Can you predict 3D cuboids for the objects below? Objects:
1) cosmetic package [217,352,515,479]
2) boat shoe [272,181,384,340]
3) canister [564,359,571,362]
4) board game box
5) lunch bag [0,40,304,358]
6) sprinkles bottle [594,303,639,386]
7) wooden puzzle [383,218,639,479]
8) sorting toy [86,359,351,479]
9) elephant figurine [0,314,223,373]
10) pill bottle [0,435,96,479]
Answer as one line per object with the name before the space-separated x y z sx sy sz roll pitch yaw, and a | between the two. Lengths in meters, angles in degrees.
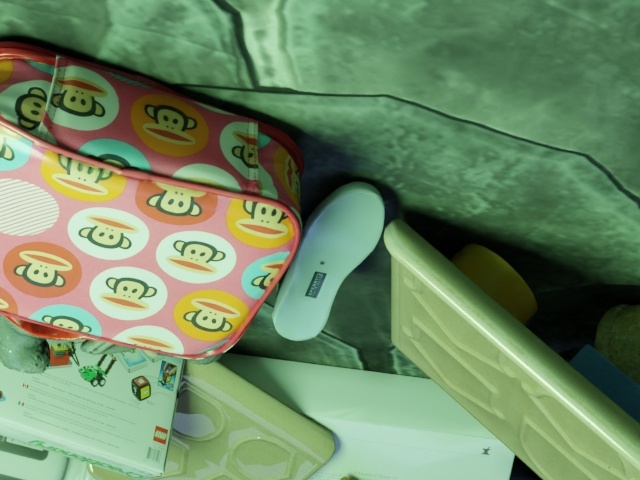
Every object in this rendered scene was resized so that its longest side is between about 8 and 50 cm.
cosmetic package | 0.038 0.289 1.641 0.377 0.097 0.284 7 131 3
boat shoe | 0.000 0.000 1.201 0.065 0.083 0.183 16 128 -17
canister | 0.307 0.195 1.506 0.170 0.073 0.126 18 153 -23
board game box | -0.277 0.112 1.370 0.305 0.192 0.053 27 149 -35
lunch bag | -0.178 -0.008 1.076 0.293 0.120 0.258 18 133 -17
sprinkles bottle | 0.422 0.090 1.178 0.355 0.121 0.121 -14 147 40
wooden puzzle | 0.199 0.131 1.250 0.322 0.080 0.348 42 168 19
sorting toy | -0.091 0.271 1.569 0.307 0.041 0.229 34 120 -17
elephant figurine | -0.184 0.050 1.281 0.240 0.169 0.186 10 -168 -15
pill bottle | -0.456 0.297 1.854 0.319 0.176 0.176 19 154 -22
